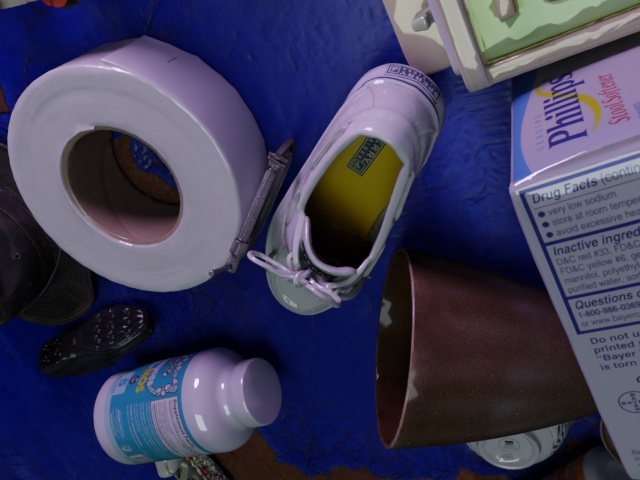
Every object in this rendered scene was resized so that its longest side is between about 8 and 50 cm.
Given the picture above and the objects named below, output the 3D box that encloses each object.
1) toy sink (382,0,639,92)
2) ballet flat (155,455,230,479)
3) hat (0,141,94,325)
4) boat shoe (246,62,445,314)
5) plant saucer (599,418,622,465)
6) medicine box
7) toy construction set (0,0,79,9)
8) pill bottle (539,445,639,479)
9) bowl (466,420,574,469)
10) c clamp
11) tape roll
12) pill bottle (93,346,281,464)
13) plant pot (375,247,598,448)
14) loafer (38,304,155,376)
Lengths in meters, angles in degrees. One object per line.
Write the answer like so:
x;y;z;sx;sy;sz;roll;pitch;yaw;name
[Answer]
0.148;-0.220;0.479;0.234;0.131;0.153;-14;116;26;toy sink
-0.231;0.390;1.040;0.091;0.077;0.241;-26;111;31;ballet flat
-0.482;0.023;0.846;0.331;0.134;0.331;9;125;13;hat
0.008;0.003;0.631;0.135;0.156;0.367;30;138;-3;boat shoe
0.444;0.220;0.732;0.198;0.036;0.199;9;124;13;plant saucer
0.271;-0.010;0.496;0.149;0.263;0.289;-18;116;26;medicine box
-0.313;-0.322;0.550;0.327;0.151;0.215;7;149;23;toy construction set
0.335;0.380;0.821;0.121;0.121;0.216;32;126;-5;pill bottle
0.243;0.240;0.784;0.170;0.080;0.170;9;124;13;bowl
-0.062;-0.037;0.647;0.022;0.137;0.161;24;93;4;c clamp
-0.207;-0.082;0.706;0.286;0.100;0.286;9;124;13;tape roll
-0.190;0.239;0.884;0.264;0.146;0.146;-17;116;26;pill bottle
0.190;0.127;0.668;0.230;0.215;0.215;6;125;-3;plant pot
-0.334;0.157;0.931;0.223;0.076;0.078;-24;149;23;loafer
